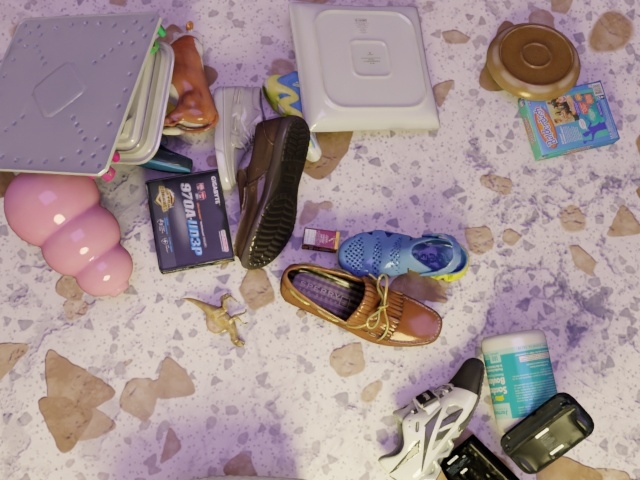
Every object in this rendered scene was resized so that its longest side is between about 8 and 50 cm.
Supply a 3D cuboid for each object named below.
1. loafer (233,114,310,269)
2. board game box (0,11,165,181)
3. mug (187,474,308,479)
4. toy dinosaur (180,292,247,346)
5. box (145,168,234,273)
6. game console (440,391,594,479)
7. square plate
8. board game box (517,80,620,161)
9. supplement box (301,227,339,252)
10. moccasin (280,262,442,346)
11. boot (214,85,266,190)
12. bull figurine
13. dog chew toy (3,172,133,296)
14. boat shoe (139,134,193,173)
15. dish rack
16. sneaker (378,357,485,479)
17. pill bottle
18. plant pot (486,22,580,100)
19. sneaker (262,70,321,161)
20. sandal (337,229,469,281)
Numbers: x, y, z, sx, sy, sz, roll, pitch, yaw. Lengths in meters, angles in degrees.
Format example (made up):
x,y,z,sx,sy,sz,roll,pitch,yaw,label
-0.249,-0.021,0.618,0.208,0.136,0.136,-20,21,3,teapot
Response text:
x,y,z,sx,sy,sz,roll,pitch,yaw,label
-0.127,-0.113,1.812,0.130,0.133,0.366,17,91,35,loafer
-0.547,-0.310,1.678,0.389,0.050,0.390,5,67,23,board game box
-0.197,0.661,1.598,0.327,0.276,0.374,3,108,2,mug
-0.230,0.164,1.787,0.183,0.053,0.093,40,80,4,toy dinosaur
-0.303,-0.043,1.825,0.175,0.051,0.220,-10,79,-6,box
0.434,0.469,1.673,0.213,0.044,0.361,45,118,5,game console
0.111,-0.430,1.898,0.347,0.049,0.344,-3,75,-17,square plate
0.614,-0.297,1.947,0.210,0.047,0.160,-12,79,-7,board game box
0.000,0.000,1.836,0.083,0.055,0.043,7,78,-2,supplement box
0.094,0.138,1.767,0.380,0.147,0.139,25,78,1,moccasin
-0.183,-0.248,1.853,0.123,0.095,0.258,-4,78,1,boot
-0.341,-0.379,1.839,0.188,0.101,0.310,-17,64,-8,bull figurine
-0.542,-0.016,1.735,0.206,0.206,0.332,-37,91,-10,dog chew toy
-0.419,-0.224,1.826,0.258,0.109,0.089,16,81,-3,boat shoe
-0.493,-0.317,1.771,0.332,0.072,0.286,3,81,30,dish rack
0.245,0.386,1.739,0.146,0.122,0.331,32,77,1,sneaker
0.453,0.337,1.752,0.146,0.146,0.264,-8,78,-6,pill bottle
0.535,-0.455,1.957,0.236,0.032,0.236,0,65,-1,plant pot
-0.035,-0.311,1.881,0.126,0.091,0.240,-30,81,-10,sneaker
0.197,0.029,1.805,0.317,0.138,0.126,-2,80,-3,sandal
